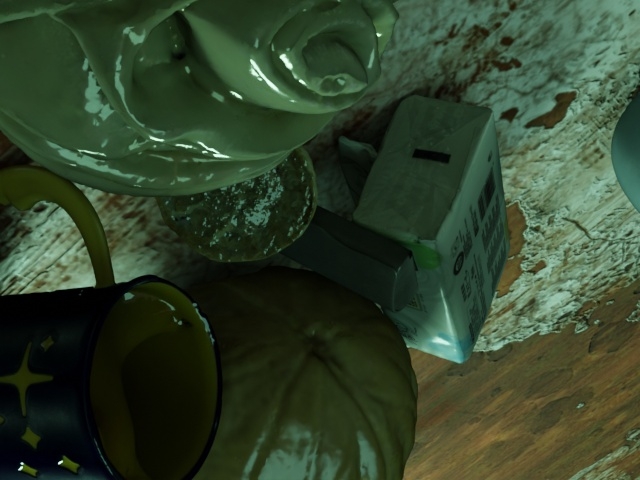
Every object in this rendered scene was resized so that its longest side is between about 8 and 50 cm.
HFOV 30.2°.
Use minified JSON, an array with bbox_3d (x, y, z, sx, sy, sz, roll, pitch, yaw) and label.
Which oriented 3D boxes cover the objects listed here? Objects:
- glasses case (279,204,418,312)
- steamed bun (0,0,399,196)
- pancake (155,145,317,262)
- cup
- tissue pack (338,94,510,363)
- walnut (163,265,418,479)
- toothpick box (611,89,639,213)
[{"bbox_3d":[0.001,0.000,1.076,0.042,0.191,0.072,-48,148,-27],"label":"glasses case"},{"bbox_3d":[-0.087,-0.150,0.798,0.324,0.219,0.310,-36,143,10],"label":"steamed bun"},{"bbox_3d":[-0.075,-0.051,1.030,0.152,0.025,0.151,4,114,8],"label":"pancake"},{"bbox_3d":[-0.234,0.085,1.006,0.256,0.255,0.178,-4,163,29],"label":"cup"},{"bbox_3d":[0.093,-0.013,1.164,0.159,0.145,0.229,-65,154,-26],"label":"tissue pack"},{"bbox_3d":[-0.059,0.181,1.172,0.333,0.333,0.333,-18,143,-15],"label":"walnut"},{"bbox_3d":[0.444,-0.116,1.168,0.263,0.263,0.354,2,136,-35],"label":"toothpick box"}]
